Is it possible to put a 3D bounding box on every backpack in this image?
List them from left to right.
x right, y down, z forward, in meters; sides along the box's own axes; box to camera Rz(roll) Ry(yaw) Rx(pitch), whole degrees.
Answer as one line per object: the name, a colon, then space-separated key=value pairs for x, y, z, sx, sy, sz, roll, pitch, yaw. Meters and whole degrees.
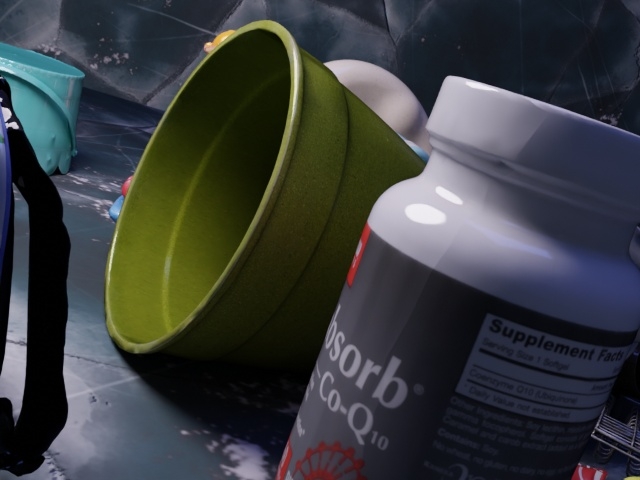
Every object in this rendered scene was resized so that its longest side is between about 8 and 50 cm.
backpack: x=-0.299 y=0.003 z=0.540 sx=0.213 sy=0.263 sz=0.276 roll=9 pitch=17 yaw=-37

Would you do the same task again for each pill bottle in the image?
pill bottle: x=0.111 y=0.078 z=0.586 sx=0.210 sy=0.363 sz=0.210 roll=18 pitch=12 yaw=-4

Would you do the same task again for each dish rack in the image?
dish rack: x=0.376 y=0.238 z=0.903 sx=0.208 sy=0.074 sz=0.271 roll=23 pitch=7 yaw=23

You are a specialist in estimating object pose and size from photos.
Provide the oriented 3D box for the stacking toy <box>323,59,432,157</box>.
stacking toy: x=-0.049 y=-0.130 z=1.454 sx=0.350 sy=0.351 sz=0.480 roll=10 pitch=-4 yaw=-34

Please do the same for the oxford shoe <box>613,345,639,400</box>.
oxford shoe: x=0.456 y=0.210 z=1.061 sx=0.227 sy=0.083 sz=0.096 roll=34 pitch=-18 yaw=-30

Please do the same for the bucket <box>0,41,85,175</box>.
bucket: x=-0.561 y=-0.245 z=1.381 sx=0.281 sy=0.183 sz=0.281 roll=18 pitch=13 yaw=-4

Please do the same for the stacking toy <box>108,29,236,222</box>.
stacking toy: x=-0.166 y=-0.144 z=1.079 sx=0.175 sy=0.302 sz=0.166 roll=17 pitch=12 yaw=-7

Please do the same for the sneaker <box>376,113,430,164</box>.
sneaker: x=0.080 y=-0.055 z=1.185 sx=0.127 sy=0.319 sz=0.208 roll=-15 pitch=44 yaw=-19

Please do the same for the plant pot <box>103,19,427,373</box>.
plant pot: x=0.000 y=0.000 z=0.893 sx=0.353 sy=0.367 sz=0.366 roll=24 pitch=8 yaw=-31

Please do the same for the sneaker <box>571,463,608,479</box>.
sneaker: x=0.267 y=0.244 z=0.840 sx=0.067 sy=0.042 sz=0.118 roll=14 pitch=21 yaw=-3

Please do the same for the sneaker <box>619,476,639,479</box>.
sneaker: x=0.382 y=0.269 z=0.734 sx=0.208 sy=0.081 sz=0.094 roll=24 pitch=57 yaw=12

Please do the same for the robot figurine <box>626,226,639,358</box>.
robot figurine: x=0.273 y=0.071 z=1.015 sx=0.199 sy=0.300 sz=0.353 roll=38 pitch=-29 yaw=-22

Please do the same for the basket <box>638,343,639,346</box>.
basket: x=0.407 y=0.151 z=1.206 sx=0.204 sy=0.154 sz=0.227 roll=5 pitch=8 yaw=35
